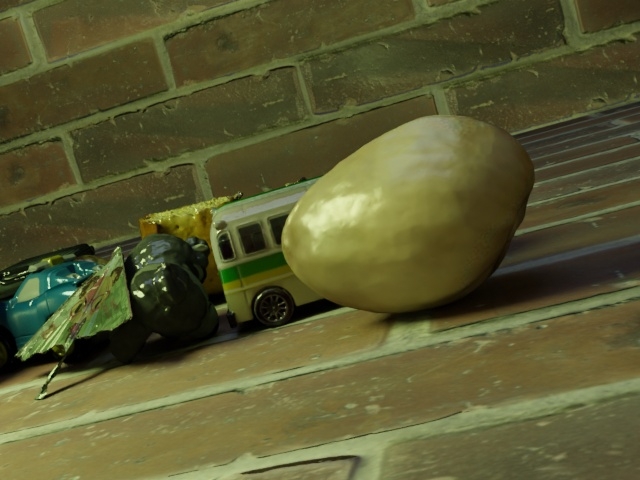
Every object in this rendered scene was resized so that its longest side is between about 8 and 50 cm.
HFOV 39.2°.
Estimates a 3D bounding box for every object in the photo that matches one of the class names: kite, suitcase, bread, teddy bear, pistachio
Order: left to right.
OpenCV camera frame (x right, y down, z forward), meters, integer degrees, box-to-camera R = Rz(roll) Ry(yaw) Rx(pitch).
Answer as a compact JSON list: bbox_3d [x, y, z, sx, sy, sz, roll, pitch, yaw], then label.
[{"bbox_3d":[-0.633,0.101,2.080,0.202,0.128,0.312,-15,7,5],"label":"suitcase"},{"bbox_3d":[-0.341,0.111,1.284,0.323,0.013,0.268,-21,37,41],"label":"kite"},{"bbox_3d":[-0.227,0.098,1.310,0.171,0.144,0.251,-49,20,11],"label":"teddy bear"},{"bbox_3d":[-0.213,0.019,1.620,0.194,0.179,0.340,-15,5,-3],"label":"bread"},{"bbox_3d":[0.112,-0.028,1.088,0.309,0.230,0.230,-15,7,25],"label":"pistachio"}]

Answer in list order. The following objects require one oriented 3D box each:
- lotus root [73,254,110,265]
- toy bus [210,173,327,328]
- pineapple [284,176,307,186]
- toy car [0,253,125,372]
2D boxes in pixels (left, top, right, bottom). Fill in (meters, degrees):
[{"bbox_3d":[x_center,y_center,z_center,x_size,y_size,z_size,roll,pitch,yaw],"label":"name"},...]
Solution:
[{"bbox_3d":[-0.479,0.093,1.839,0.138,0.138,0.214,-20,7,-25],"label":"lotus root"},{"bbox_3d":[0.000,0.000,1.286,0.305,0.179,0.143,-16,7,1],"label":"toy bus"},{"bbox_3d":[-0.056,-0.023,1.671,0.137,0.161,0.176,-18,26,39],"label":"pineapple"},{"bbox_3d":[-0.437,0.110,1.499,0.314,0.166,0.198,-12,5,33],"label":"toy car"}]
